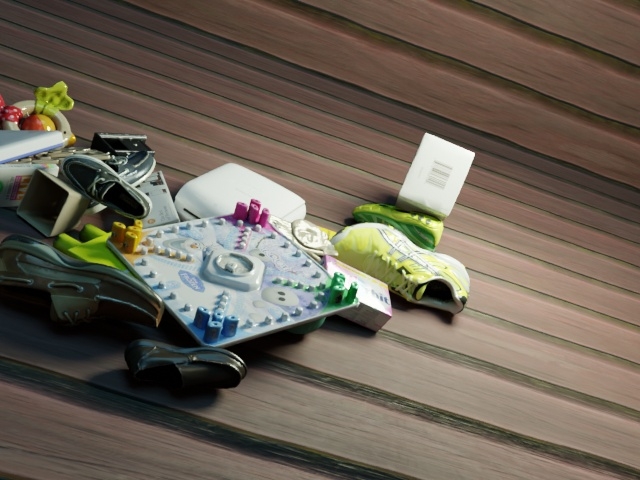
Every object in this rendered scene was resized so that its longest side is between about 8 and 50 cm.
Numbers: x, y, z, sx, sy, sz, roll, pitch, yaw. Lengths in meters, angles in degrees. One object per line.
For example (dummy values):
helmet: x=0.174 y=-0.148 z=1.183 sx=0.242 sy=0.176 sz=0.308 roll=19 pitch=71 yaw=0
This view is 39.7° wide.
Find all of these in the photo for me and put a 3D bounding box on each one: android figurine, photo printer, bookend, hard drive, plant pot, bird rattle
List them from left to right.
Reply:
hard drive: x=-0.752 y=-0.196 z=1.951 sx=0.210 sy=0.040 sz=0.318 roll=3 pitch=17 yaw=21
bird rattle: x=-0.721 y=-0.301 z=2.198 sx=0.253 sy=0.143 sz=0.207 roll=-16 pitch=60 yaw=-50
plant pot: x=-0.561 y=-0.078 z=1.895 sx=0.109 sy=0.109 sz=0.096 roll=33 pitch=13 yaw=23
android figurine: x=-0.402 y=0.055 z=1.805 sx=0.273 sy=0.056 sz=0.248 roll=28 pitch=24 yaw=13
bookend: x=-0.481 y=-0.206 z=2.258 sx=0.156 sy=0.072 sz=0.157 roll=-3 pitch=35 yaw=-45
photo printer: x=-0.202 y=-0.076 z=2.185 sx=0.256 sy=0.107 sz=0.307 roll=28 pitch=25 yaw=12

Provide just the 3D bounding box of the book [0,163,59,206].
book: x=-0.644 y=-0.121 z=1.913 sx=0.144 sy=0.096 sz=0.035 roll=-7 pitch=41 yaw=-47

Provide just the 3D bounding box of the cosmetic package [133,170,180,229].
cosmetic package: x=-0.388 y=-0.074 z=2.038 sx=0.099 sy=0.060 sz=0.239 roll=-17 pitch=36 yaw=-11

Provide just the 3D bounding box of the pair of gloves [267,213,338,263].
pair of gloves: x=-0.034 y=0.056 z=2.057 sx=0.204 sy=0.042 sz=0.240 roll=10 pitch=51 yaw=-36

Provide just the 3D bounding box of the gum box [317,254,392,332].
gum box: x=0.074 y=0.122 z=2.001 sx=0.188 sy=0.062 sz=0.107 roll=26 pitch=34 yaw=-22

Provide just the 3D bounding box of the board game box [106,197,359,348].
board game box: x=-0.174 y=0.048 z=1.812 sx=0.390 sy=0.050 sz=0.390 roll=-13 pitch=40 yaw=-40

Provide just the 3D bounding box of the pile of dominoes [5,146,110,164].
pile of dominoes: x=-0.632 y=-0.178 z=2.037 sx=0.251 sy=0.040 sz=0.196 roll=-8 pitch=16 yaw=-29

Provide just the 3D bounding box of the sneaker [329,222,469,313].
sneaker: x=0.201 y=0.068 z=2.189 sx=0.384 sy=0.145 sz=0.147 roll=17 pitch=24 yaw=-9

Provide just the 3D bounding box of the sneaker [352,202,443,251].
sneaker: x=0.199 y=-0.032 z=2.440 sx=0.295 sy=0.123 sz=0.109 roll=18 pitch=16 yaw=41

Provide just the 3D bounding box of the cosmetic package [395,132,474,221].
cosmetic package: x=0.318 y=-0.158 z=2.529 sx=0.155 sy=0.197 sz=0.365 roll=23 pitch=-5 yaw=3

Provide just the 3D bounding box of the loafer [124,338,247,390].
loafer: x=-0.237 y=0.235 z=1.562 sx=0.220 sy=0.080 sz=0.078 roll=9 pitch=36 yaw=-16

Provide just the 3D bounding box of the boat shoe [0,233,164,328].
boat shoe: x=-0.449 y=0.101 z=1.616 sx=0.324 sy=0.122 sz=0.120 roll=20 pitch=61 yaw=4

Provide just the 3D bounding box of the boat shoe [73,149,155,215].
boat shoe: x=-0.479 y=-0.151 z=2.043 sx=0.095 sy=0.079 sz=0.254 roll=2 pitch=34 yaw=38

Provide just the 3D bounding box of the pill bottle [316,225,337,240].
pill bottle: x=0.000 y=0.000 z=2.252 sx=0.116 sy=0.065 sz=0.065 roll=19 pitch=24 yaw=-7

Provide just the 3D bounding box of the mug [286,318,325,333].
mug: x=-0.048 y=0.130 z=1.890 sx=0.129 sy=0.097 sz=0.158 roll=12 pitch=30 yaw=-10

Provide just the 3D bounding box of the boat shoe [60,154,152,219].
boat shoe: x=-0.463 y=-0.117 z=1.907 sx=0.219 sy=0.078 sz=0.070 roll=30 pitch=5 yaw=-2
